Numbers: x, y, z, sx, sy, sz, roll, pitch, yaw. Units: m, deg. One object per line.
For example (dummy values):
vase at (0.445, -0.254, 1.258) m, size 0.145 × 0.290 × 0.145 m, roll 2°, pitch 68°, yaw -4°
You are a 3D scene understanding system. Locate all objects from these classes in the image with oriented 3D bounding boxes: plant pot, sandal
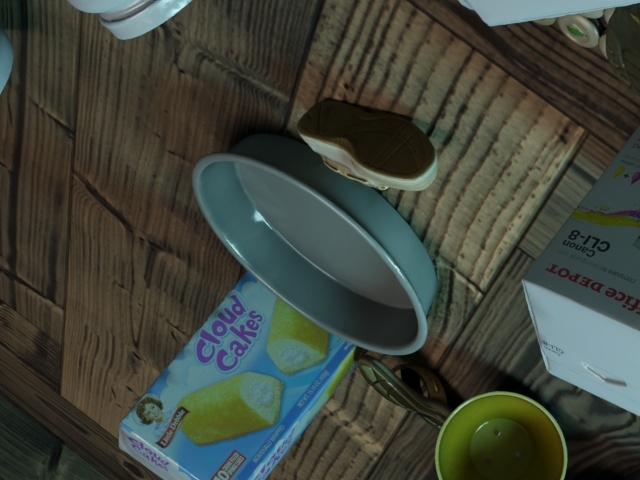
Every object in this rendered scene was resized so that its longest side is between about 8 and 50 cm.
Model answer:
plant pot at (0.188, 0.221, 2.024) m, size 0.134 × 0.134 × 0.095 m, roll 38°, pitch -177°, yaw 4°
sandal at (0.113, 0.166, 2.125) m, size 0.180 × 0.049 × 0.072 m, roll 33°, pitch 168°, yaw -24°

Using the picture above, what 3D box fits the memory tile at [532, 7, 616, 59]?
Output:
memory tile at (0.188, -0.182, 1.375) m, size 0.113 × 0.012 × 0.148 m, roll 32°, pitch 156°, yaw 18°

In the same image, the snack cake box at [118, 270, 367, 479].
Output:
snack cake box at (-0.079, 0.156, 2.109) m, size 0.152 × 0.264 × 0.089 m, roll 35°, pitch 157°, yaw 11°

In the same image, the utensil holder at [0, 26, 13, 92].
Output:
utensil holder at (-0.554, -0.257, 1.997) m, size 0.327 × 0.327 × 0.385 m, roll 14°, pitch 144°, yaw 47°

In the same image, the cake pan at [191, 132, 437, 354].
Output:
cake pan at (0.000, 0.000, 1.966) m, size 0.293 × 0.054 × 0.293 m, roll 33°, pitch 157°, yaw 16°

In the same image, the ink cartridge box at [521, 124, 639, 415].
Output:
ink cartridge box at (0.256, 0.027, 1.449) m, size 0.128 × 0.176 × 0.127 m, roll 24°, pitch 154°, yaw 33°

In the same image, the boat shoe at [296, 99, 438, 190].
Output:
boat shoe at (0.050, -0.077, 1.737) m, size 0.170 × 0.063 × 0.059 m, roll 29°, pitch 160°, yaw 47°

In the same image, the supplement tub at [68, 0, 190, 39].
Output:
supplement tub at (-0.184, -0.279, 1.598) m, size 0.200 × 0.144 × 0.144 m, roll 50°, pitch 156°, yaw -24°

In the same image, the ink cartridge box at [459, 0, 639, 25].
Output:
ink cartridge box at (0.165, -0.283, 1.009) m, size 0.285 × 0.166 × 0.395 m, roll 50°, pitch 155°, yaw -23°

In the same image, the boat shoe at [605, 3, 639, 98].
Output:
boat shoe at (0.232, -0.164, 1.282) m, size 0.064 × 0.060 × 0.178 m, roll 53°, pitch 163°, yaw 25°
